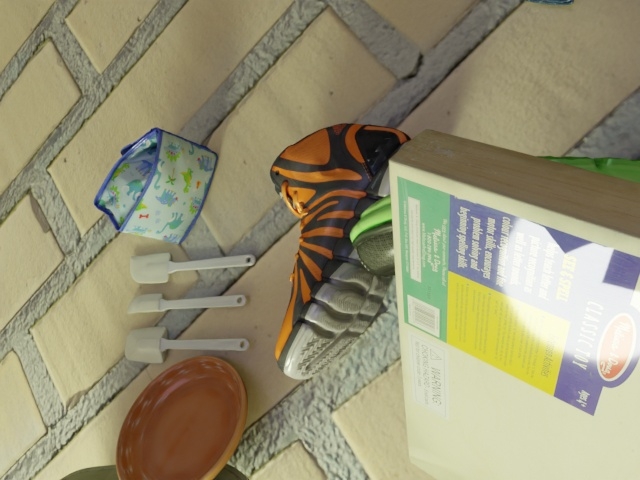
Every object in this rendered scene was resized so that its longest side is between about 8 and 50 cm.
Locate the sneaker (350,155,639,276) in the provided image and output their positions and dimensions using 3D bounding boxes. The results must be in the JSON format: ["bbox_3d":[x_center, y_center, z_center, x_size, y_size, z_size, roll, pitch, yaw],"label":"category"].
[{"bbox_3d":[0.253,0.036,0.503,0.482,0.185,0.202,6,91,18],"label":"sneaker"}]

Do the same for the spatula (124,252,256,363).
[{"bbox_3d":[-0.200,0.099,0.854,0.242,0.019,0.168,-5,75,26],"label":"spatula"}]

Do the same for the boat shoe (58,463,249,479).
[{"bbox_3d":[-0.228,0.381,0.773,0.340,0.127,0.113,-12,106,18],"label":"boat shoe"}]

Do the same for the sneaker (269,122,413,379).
[{"bbox_3d":[0.000,0.000,0.716,0.180,0.124,0.321,26,84,33],"label":"sneaker"}]

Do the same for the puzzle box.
[{"bbox_3d":[0.190,0.127,0.452,0.272,0.409,0.052,24,51,34],"label":"puzzle box"}]

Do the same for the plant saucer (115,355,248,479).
[{"bbox_3d":[-0.180,0.250,0.763,0.200,0.037,0.200,-18,44,18],"label":"plant saucer"}]

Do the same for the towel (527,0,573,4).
[{"bbox_3d":[0.277,-0.333,0.660,0.067,0.029,0.119,20,92,29],"label":"towel"}]

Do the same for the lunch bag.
[{"bbox_3d":[-0.231,-0.084,0.833,0.096,0.129,0.151,41,103,26],"label":"lunch bag"}]
